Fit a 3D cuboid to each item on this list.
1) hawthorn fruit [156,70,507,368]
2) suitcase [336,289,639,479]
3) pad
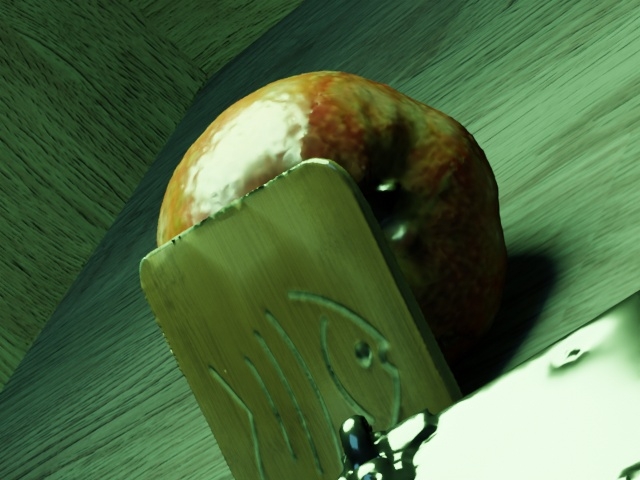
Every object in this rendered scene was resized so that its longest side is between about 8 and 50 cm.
[{"bbox_3d":[0.000,0.000,1.517,0.285,0.285,0.369,-48,11,-2],"label":"hawthorn fruit"},{"bbox_3d":[0.188,0.124,0.748,0.345,0.188,0.339,-30,15,4],"label":"suitcase"},{"bbox_3d":[-0.005,0.104,1.289,0.018,0.286,0.284,-26,-1,-38],"label":"pad"}]
